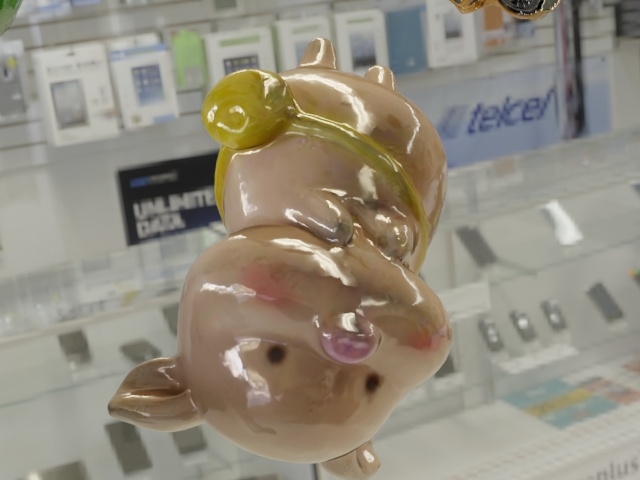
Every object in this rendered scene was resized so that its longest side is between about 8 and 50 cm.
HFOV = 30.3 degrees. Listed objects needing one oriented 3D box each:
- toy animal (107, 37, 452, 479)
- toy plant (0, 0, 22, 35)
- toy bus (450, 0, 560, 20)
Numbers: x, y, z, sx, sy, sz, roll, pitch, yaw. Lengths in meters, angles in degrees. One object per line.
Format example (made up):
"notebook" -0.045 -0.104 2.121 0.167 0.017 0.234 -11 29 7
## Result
"toy animal" -0.003 -0.001 0.660 0.165 0.248 0.149 18 -19 -9
"toy plant" -0.286 -0.184 0.572 0.184 0.224 0.316 29 -2 46
"toy bus" 0.104 -0.244 0.919 0.083 0.194 0.088 -60 12 -28
